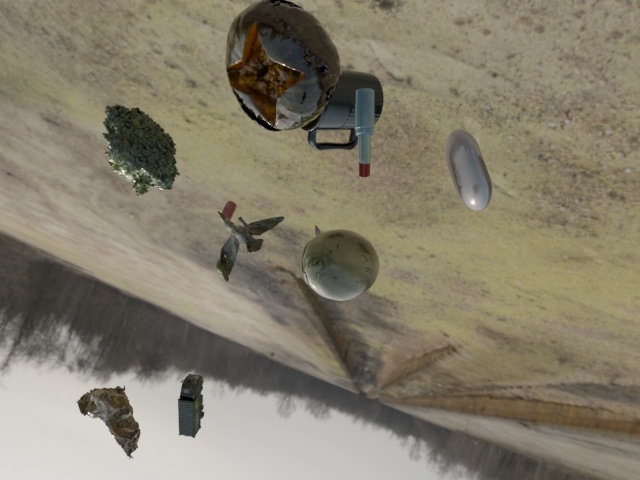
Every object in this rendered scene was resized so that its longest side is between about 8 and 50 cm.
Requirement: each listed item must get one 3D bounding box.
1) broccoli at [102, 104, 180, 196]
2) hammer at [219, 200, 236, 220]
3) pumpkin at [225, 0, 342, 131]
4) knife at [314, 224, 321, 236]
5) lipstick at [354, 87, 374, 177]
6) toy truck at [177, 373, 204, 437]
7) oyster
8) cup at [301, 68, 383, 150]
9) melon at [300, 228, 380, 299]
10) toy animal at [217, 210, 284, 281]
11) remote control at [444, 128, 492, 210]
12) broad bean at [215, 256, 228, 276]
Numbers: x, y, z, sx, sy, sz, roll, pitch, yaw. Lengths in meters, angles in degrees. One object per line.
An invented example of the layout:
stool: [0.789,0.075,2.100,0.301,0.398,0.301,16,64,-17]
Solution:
broccoli: [-0.605,-0.276,1.537,0.246,0.288,0.248,-36,153,32]
hammer: [-0.310,-0.095,1.596,0.043,0.083,0.043,8,139,7]
pumpkin: [-0.100,-0.436,1.195,0.321,0.192,0.320,22,135,23]
knife: [0.000,0.000,2.188,0.018,0.035,0.247,55,173,34]
lipstick: [0.138,-0.333,1.495,0.061,0.273,0.068,0,-179,-3]
toy truck: [-0.587,0.746,2.163,0.088,0.258,0.121,5,-165,8]
oyster: [-0.516,0.455,1.223,0.204,0.111,0.396,53,153,-5]
cup: [0.077,-0.525,1.881,0.292,0.307,0.242,-9,180,-32]
melon: [0.074,0.090,1.768,0.269,0.268,0.330,8,178,40]
toy animal: [-0.197,-0.029,1.173,0.155,0.219,0.095,48,161,2]
remote control: [0.579,-0.277,1.877,0.104,0.331,0.221,-16,176,-8]
broad bean: [-0.348,0.091,1.716,0.063,0.083,0.045,16,132,-1]
